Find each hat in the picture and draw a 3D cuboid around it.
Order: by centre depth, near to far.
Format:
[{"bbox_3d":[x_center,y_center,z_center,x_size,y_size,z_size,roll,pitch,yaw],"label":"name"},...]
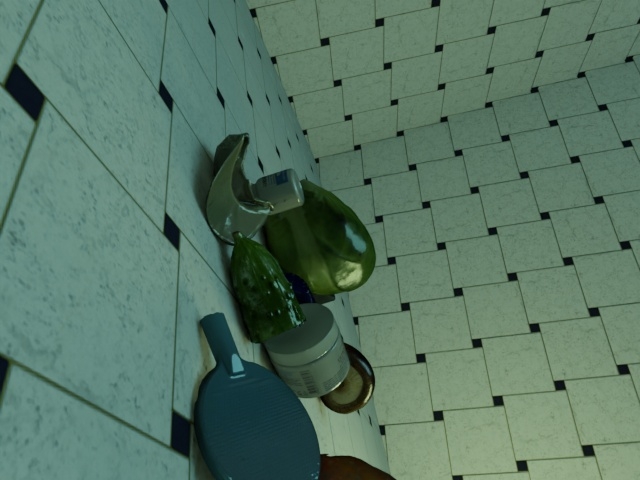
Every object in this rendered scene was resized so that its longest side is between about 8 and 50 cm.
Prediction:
[{"bbox_3d":[-0.214,-0.117,1.153,0.244,0.149,0.214,-46,133,-39],"label":"hat"}]

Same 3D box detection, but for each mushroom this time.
[{"bbox_3d":[0.072,0.417,1.572,0.138,0.194,0.231,-63,146,-79],"label":"mushroom"}]

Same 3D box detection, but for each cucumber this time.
[{"bbox_3d":[-0.133,0.092,1.089,0.134,0.134,0.244,-55,123,-81],"label":"cucumber"}]

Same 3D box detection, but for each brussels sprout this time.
[{"bbox_3d":[0.000,0.000,1.526,0.371,0.276,0.315,45,28,-10],"label":"brussels sprout"}]

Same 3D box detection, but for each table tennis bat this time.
[{"bbox_3d":[-0.112,0.262,0.801,0.215,0.044,0.329,2,50,-50],"label":"table tennis bat"}]

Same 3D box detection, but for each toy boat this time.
[{"bbox_3d":[-0.041,0.242,1.384,0.219,0.072,0.318,-3,-73,66],"label":"toy boat"}]

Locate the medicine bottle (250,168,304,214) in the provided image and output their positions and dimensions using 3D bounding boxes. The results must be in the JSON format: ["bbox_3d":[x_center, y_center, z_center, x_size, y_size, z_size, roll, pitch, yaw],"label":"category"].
[{"bbox_3d":[-0.134,-0.118,1.322,0.105,0.168,0.105,-17,90,-83],"label":"medicine bottle"}]

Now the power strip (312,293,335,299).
[{"bbox_3d":[-0.023,0.177,1.742,0.256,0.105,0.070,47,25,-74],"label":"power strip"}]

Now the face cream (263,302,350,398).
[{"bbox_3d":[-0.031,0.261,1.201,0.177,0.177,0.153,-95,167,-59],"label":"face cream"}]

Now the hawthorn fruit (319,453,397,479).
[{"bbox_3d":[0.021,0.515,0.797,0.307,0.276,0.276,-57,132,-59],"label":"hawthorn fruit"}]
